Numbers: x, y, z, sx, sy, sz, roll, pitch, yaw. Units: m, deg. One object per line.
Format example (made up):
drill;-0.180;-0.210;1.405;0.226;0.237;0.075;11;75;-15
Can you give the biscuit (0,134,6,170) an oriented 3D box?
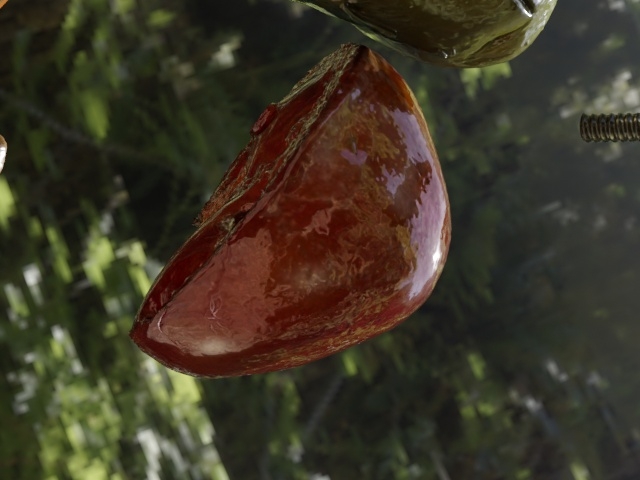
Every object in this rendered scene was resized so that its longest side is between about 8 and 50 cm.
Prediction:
biscuit;-0.349;-0.084;1.116;0.205;0.324;0.049;22;-75;52

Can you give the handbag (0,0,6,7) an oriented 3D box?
handbag;-0.173;-0.162;0.441;0.410;0.116;0.303;-33;-102;30

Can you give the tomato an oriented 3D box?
tomato;0.000;0.000;1.119;0.139;0.233;0.200;36;-31;-10

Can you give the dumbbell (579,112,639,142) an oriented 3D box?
dumbbell;0.273;-0.067;1.069;0.254;0.110;0.110;0;-67;26

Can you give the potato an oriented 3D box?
potato;0.044;-0.185;1.090;0.169;0.143;0.248;16;-12;47
